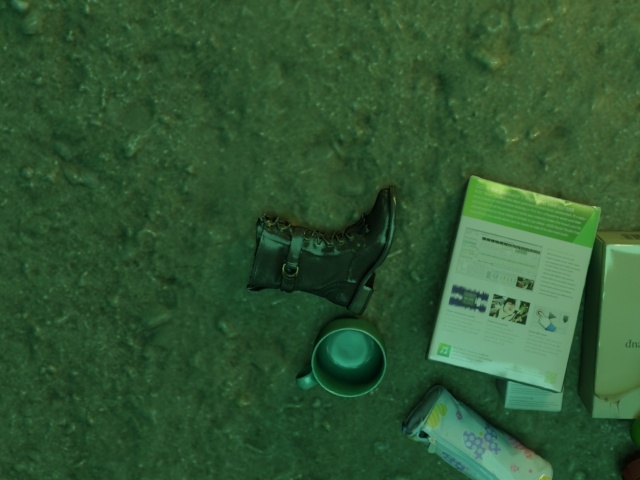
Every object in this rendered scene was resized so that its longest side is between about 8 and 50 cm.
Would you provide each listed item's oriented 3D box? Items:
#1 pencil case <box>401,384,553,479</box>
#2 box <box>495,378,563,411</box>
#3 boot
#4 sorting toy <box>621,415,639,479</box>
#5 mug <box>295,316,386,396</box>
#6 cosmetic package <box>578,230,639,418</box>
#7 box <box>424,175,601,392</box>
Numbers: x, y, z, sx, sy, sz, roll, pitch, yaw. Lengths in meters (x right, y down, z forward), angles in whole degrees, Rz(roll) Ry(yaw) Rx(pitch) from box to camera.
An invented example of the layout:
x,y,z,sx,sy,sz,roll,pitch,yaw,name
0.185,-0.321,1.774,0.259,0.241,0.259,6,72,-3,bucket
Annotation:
x,y,z,sx,sy,sz,roll,pitch,yaw,name
0.282,0.374,1.711,0.273,0.124,0.113,35,102,-6,pencil case
0.368,0.240,1.685,0.102,0.101,0.087,3,103,1,box
0.000,0.000,1.653,0.229,0.091,0.263,19,106,-2,boot
0.594,0.374,1.609,0.127,0.126,0.366,-5,135,4,sorting toy
0.038,0.199,1.695,0.157,0.097,0.130,4,104,3,mug
0.542,0.144,1.648,0.160,0.113,0.310,0,103,2,cosmetic package
0.324,0.073,1.617,0.232,0.058,0.322,15,84,0,box
